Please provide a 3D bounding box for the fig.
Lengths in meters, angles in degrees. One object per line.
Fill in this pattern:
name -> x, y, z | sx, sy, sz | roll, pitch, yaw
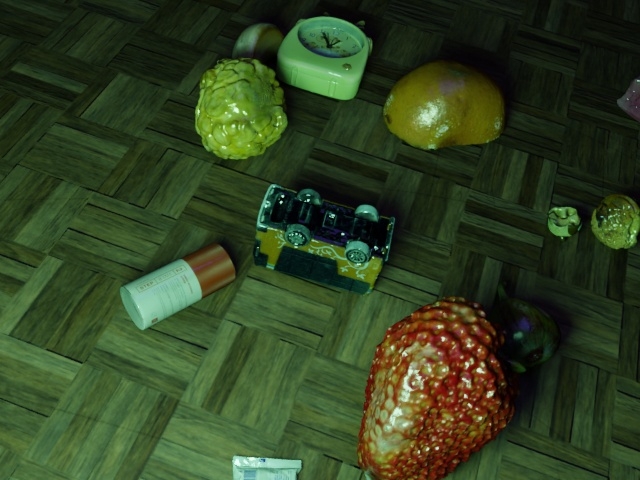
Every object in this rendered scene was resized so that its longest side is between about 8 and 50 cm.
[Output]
fig -> 0.402, 0.152, 1.570 | 0.149, 0.149, 0.245 | 1, 37, -9

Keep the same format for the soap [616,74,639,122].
soap -> 1.023, -0.413, 2.140 | 0.325, 0.127, 0.220 | -27, 60, -29

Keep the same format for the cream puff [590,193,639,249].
cream puff -> 0.697, -0.045, 1.782 | 0.104, 0.119, 0.133 | 18, 74, -42

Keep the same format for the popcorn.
popcorn -> -0.184, -0.315, 1.805 | 0.250, 0.190, 0.250 | 2, 85, -31

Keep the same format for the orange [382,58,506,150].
orange -> 0.326, -0.355, 2.000 | 0.310, 0.274, 0.274 | -22, 51, 13

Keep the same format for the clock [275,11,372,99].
clock -> 0.026, -0.526, 2.086 | 0.235, 0.096, 0.308 | 17, 50, 7

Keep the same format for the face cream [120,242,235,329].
face cream -> -0.284, 0.089, 1.518 | 0.214, 0.095, 0.096 | -28, 60, -29

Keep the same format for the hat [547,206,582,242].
hat -> 0.580, -0.039, 1.797 | 0.076, 0.059, 0.077 | -2, 44, 9

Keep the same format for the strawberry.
strawberry -> 0.185, 0.275, 1.334 | 0.267, 0.312, 0.351 | 27, 67, 39

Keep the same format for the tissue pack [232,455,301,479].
tissue pack -> -0.094, 0.461, 1.284 | 0.123, 0.026, 0.193 | 5, 50, -5

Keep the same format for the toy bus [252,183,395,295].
toy bus -> 0.000, 0.000, 1.597 | 0.275, 0.167, 0.138 | 16, 50, -2

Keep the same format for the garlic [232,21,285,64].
garlic -> -0.184, -0.511, 2.040 | 0.115, 0.128, 0.206 | 8, 52, 27
